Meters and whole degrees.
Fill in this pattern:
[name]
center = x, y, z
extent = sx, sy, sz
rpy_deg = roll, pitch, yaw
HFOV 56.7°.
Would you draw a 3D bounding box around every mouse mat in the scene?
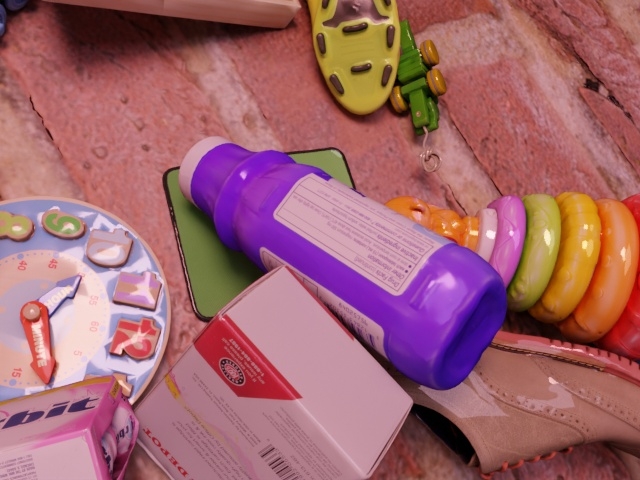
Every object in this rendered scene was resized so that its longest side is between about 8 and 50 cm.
[mouse mat]
center = -0.043, -0.013, 0.565
extent = 0.189, 0.007, 0.153
rpy_deg = -10, 73, -22

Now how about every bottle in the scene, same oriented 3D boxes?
[bottle]
center = 0.000, 0.000, 0.457
extent = 0.282, 0.118, 0.092
rpy_deg = 32, 82, 33

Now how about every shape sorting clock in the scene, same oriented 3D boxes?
[shape sorting clock]
center = -0.221, 0.059, 0.459
extent = 0.206, 0.040, 0.207
rpy_deg = 7, 67, -16

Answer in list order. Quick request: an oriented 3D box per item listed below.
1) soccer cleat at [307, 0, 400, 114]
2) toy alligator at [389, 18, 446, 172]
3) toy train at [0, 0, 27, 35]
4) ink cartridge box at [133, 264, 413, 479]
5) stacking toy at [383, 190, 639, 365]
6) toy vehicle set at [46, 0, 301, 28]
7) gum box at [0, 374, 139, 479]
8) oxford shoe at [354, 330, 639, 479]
[soccer cleat]
center = 0.023, -0.277, 0.641
extent = 0.093, 0.121, 0.290
rpy_deg = -17, 92, 8
[toy alligator]
center = 0.112, -0.152, 0.648
extent = 0.051, 0.056, 0.190
rpy_deg = 21, 55, -55
[toy train]
center = -0.312, -0.217, 0.501
extent = 0.080, 0.105, 0.184
rpy_deg = 28, 64, -6
[ink cartridge box]
center = -0.044, 0.120, 0.414
extent = 0.127, 0.175, 0.072
rpy_deg = 47, 41, 3
[stacking toy]
center = 0.202, 0.011, 0.570
extent = 0.301, 0.175, 0.166
rpy_deg = 13, 63, 0
[toy vehicle set]
center = -0.155, -0.292, 0.569
extent = 0.266, 0.035, 0.166
rpy_deg = -14, 73, -45
[gum box]
center = -0.212, 0.145, 0.365
extent = 0.188, 0.107, 0.062
rpy_deg = -12, 97, -11
[oxford shoe]
center = 0.172, 0.148, 0.517
extent = 0.347, 0.123, 0.130
rpy_deg = 20, 67, 2
